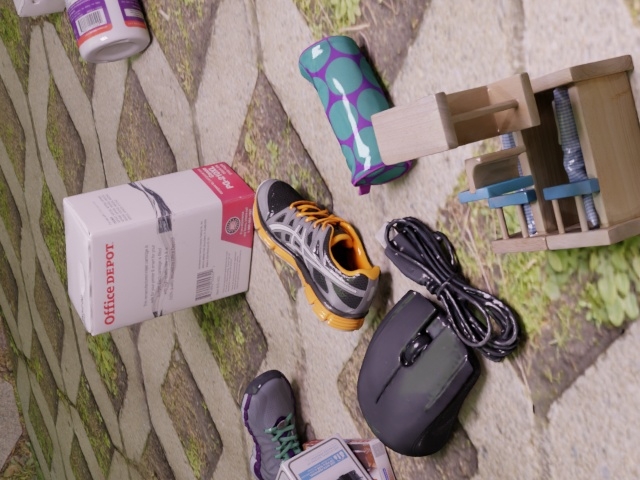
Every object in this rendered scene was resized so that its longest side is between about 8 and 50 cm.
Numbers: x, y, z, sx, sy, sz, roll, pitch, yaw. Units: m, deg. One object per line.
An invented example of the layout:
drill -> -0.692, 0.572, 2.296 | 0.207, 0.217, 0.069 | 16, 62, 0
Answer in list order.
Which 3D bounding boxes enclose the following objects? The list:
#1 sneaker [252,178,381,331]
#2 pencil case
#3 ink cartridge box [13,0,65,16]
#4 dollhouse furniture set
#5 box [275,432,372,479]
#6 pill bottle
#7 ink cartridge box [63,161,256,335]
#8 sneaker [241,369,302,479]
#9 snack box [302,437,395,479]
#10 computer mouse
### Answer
sneaker -> 0.000, 0.000, 1.022 | 0.215, 0.084, 0.083 | 52, 131, 27
pencil case -> 0.034, -0.128, 0.906 | 0.070, 0.064, 0.151 | -35, 72, 42
ink cartridge box -> -0.514, -0.532, 1.599 | 0.158, 0.092, 0.218 | -28, 78, 60
dollhouse furniture set -> 0.131, -0.048, 0.662 | 0.129, 0.184, 0.129 | -9, 96, 60
box -> 0.052, 0.399, 1.077 | 0.290, 0.087, 0.169 | 51, 146, 26
pill bottle -> -0.336, -0.376, 1.360 | 0.108, 0.108, 0.193 | -23, 84, 60
ink cartridge box -> -0.217, 0.009, 1.216 | 0.100, 0.237, 0.172 | 45, 139, 40
sneaker -> -0.047, 0.274, 1.231 | 0.098, 0.083, 0.223 | 37, 145, 37
snack box -> 0.035, 0.286, 1.144 | 0.178, 0.022, 0.064 | -24, 85, 60
computer mouse -> 0.090, 0.126, 0.927 | 0.188, 0.072, 0.272 | 48, 141, 36
